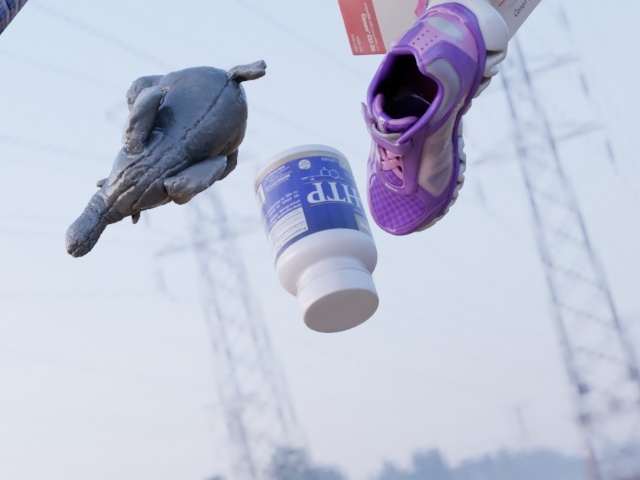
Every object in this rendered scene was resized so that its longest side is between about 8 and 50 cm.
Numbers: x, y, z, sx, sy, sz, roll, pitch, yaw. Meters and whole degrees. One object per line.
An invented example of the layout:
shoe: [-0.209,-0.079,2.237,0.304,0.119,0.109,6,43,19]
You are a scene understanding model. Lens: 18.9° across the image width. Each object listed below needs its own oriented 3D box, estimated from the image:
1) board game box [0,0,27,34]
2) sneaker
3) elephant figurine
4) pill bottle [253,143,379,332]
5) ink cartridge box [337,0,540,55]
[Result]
board game box: [-0.329,-0.132,1.468,0.194,0.060,0.194,-7,37,29]
sneaker: [0.074,-0.096,1.606,0.104,0.095,0.236,-35,-30,-45]
elephant figurine: [-0.182,-0.097,2.241,0.169,0.186,0.239,12,32,15]
pill bottle: [0.000,0.000,2.053,0.112,0.187,0.112,-12,-34,-8]
ink cartridge box: [0.131,-0.229,1.791,0.198,0.067,0.115,1,33,30]
